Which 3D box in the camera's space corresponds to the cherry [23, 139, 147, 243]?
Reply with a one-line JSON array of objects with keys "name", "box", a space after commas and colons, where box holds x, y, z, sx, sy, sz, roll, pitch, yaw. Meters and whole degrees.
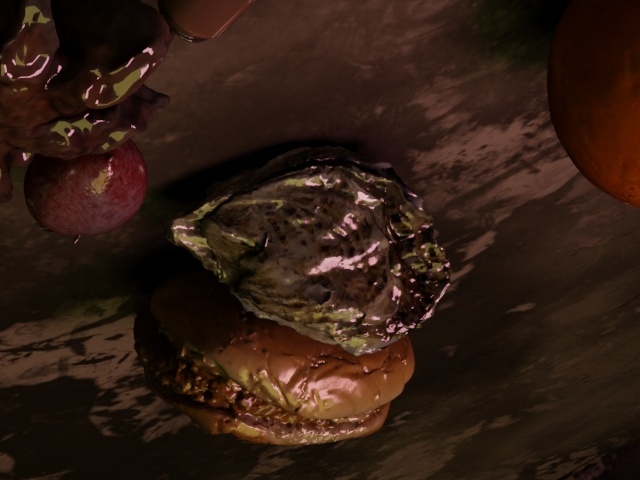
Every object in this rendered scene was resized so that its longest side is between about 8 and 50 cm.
[{"name": "cherry", "box": [-0.219, -0.035, 1.331, 0.107, 0.090, 0.225, -19, 168, -30]}]

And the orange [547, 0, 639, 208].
[{"name": "orange", "box": [0.334, -0.154, 1.309, 0.284, 0.226, 0.284, -21, 157, -9]}]

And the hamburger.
[{"name": "hamburger", "box": [-0.049, 0.109, 1.580, 0.283, 0.259, 0.145, -8, 125, -36]}]

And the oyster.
[{"name": "oyster", "box": [0.000, 0.000, 1.476, 0.198, 0.267, 0.112, -54, -164, -8]}]

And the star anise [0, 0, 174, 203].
[{"name": "star anise", "box": [-0.253, -0.101, 1.129, 0.315, 0.108, 0.315, -17, 148, -11]}]

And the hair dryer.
[{"name": "hair dryer", "box": [-0.027, -0.201, 1.151, 0.181, 0.064, 0.117, -3, 153, -44]}]
